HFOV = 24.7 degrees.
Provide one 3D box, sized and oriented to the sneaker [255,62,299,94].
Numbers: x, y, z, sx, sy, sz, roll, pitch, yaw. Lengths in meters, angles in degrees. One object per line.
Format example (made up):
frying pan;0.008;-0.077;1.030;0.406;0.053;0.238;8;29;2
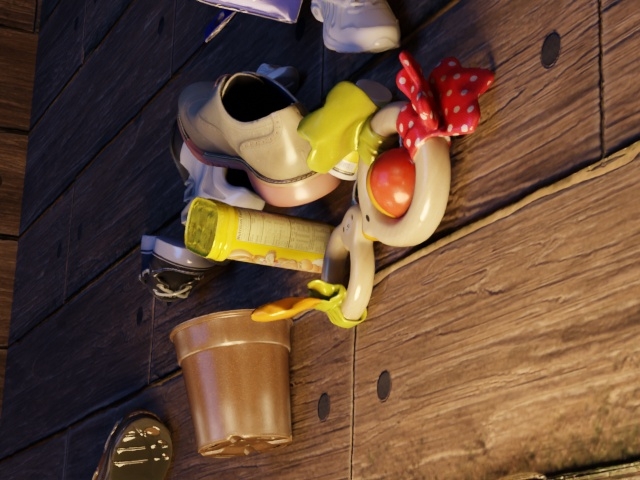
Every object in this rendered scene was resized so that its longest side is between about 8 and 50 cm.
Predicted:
sneaker;-0.073;-0.234;2.123;0.152;0.053;0.061;156;123;-64

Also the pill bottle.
pill bottle;0.045;-0.137;1.797;0.065;0.065;0.116;-110;37;-49

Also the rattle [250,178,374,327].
rattle;0.000;0.000;1.766;0.130;0.142;0.200;-95;14;-74

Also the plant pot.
plant pot;-0.108;0.193;1.924;0.167;0.167;0.165;-39;55;57

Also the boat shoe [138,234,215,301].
boat shoe;-0.233;0.047;2.320;0.301;0.108;0.102;-175;94;-69

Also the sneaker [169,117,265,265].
sneaker;-0.134;-0.115;2.170;0.146;0.122;0.331;-47;35;24

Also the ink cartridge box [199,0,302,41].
ink cartridge box;-0.073;-0.463;2.022;0.270;0.151;0.396;-103;26;-72

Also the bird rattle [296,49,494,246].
bird rattle;0.101;-0.097;1.642;0.253;0.143;0.207;-6;87;53

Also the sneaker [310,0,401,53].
sneaker;0.039;-0.308;1.813;0.232;0.090;0.115;-123;30;-56

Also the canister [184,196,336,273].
canister;-0.076;-0.005;1.891;0.126;0.169;0.073;-161;81;-67

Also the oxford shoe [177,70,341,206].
oxford shoe;-0.098;-0.176;1.986;0.397;0.140;0.147;31;144;54

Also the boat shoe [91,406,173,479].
boat shoe;-0.326;0.423;2.395;0.324;0.122;0.120;-67;20;11
